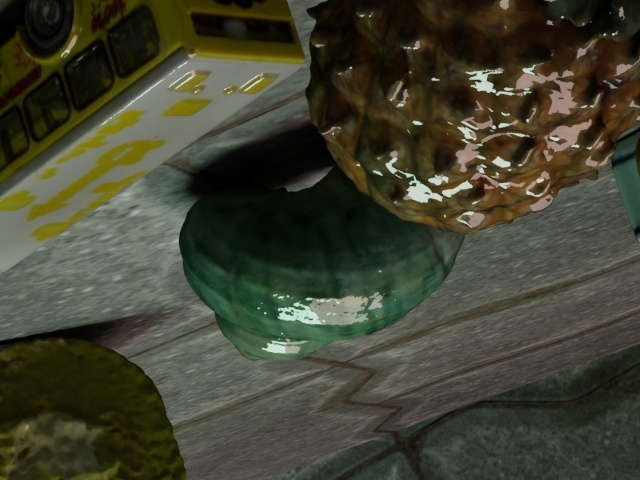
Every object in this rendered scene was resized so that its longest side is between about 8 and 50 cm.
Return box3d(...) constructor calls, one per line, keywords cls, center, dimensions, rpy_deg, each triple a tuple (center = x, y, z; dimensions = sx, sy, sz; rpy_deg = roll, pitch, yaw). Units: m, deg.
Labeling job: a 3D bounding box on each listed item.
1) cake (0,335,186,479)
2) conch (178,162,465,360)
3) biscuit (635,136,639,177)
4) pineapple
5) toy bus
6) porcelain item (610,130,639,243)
box3d(cls="cake", center=(-0.247, 0.180, 1.259), dimensions=(0.261, 0.179, 0.156), rpy_deg=(-7, 162, -34))
box3d(cls="conch", center=(0.004, 0.001, 1.015), dimensions=(0.188, 0.122, 0.176), rpy_deg=(-23, -168, 29))
box3d(cls="biscuit", center=(0.307, -0.086, 1.048), dimensions=(0.274, 0.091, 0.213), rpy_deg=(-37, -162, -36))
box3d(cls="pineapple", center=(0.101, -0.124, 0.627), dimensions=(0.170, 0.141, 0.310), rpy_deg=(14, 146, -22))
box3d(cls="toy bus", center=(-0.108, -0.056, 0.705), dimensions=(0.226, 0.074, 0.081), rpy_deg=(-30, 164, 36))
box3d(cls="porcelain item", center=(0.395, -0.047, 1.314), dimensions=(0.286, 0.157, 0.281), rpy_deg=(-23, 166, 14))
